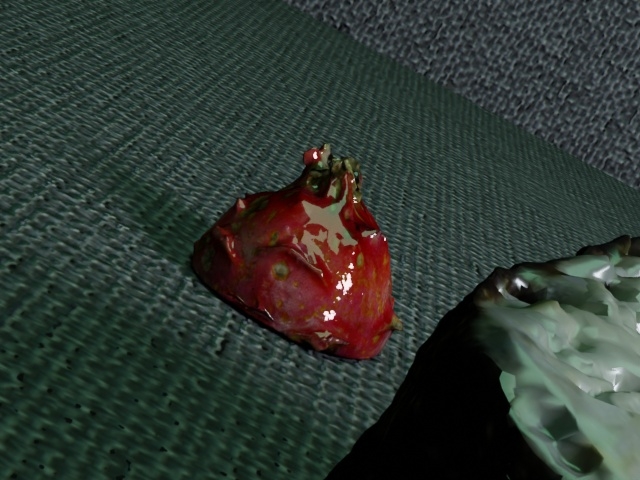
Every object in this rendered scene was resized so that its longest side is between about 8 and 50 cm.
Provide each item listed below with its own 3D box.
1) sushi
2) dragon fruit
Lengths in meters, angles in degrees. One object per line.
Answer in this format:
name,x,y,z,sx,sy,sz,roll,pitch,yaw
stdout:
sushi,0.135,0.130,0.719,0.234,0.207,0.348,47,25,23
dragon fruit,0.000,0.000,1.130,0.153,0.111,0.153,23,15,-7
